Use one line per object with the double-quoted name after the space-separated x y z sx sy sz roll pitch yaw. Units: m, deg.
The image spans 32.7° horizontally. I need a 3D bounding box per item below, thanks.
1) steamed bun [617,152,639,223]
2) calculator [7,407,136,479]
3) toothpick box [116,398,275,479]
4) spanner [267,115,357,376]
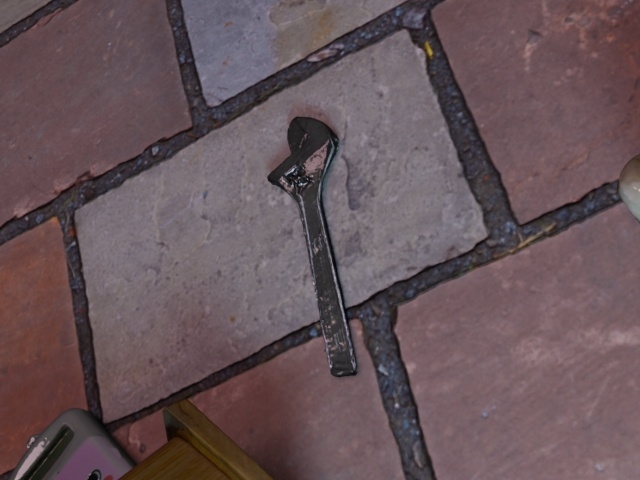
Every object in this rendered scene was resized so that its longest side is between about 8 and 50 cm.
0.404 -0.045 0.868 0.268 0.207 0.280 -46 73 8 "steamed bun"
-0.254 0.287 1.181 0.141 0.045 0.246 -51 53 -1 "calculator"
-0.174 0.324 0.948 0.308 0.187 0.190 -33 50 -30 "toothpick box"
0.000 0.000 1.189 0.093 0.026 0.325 -22 60 18 "spanner"
